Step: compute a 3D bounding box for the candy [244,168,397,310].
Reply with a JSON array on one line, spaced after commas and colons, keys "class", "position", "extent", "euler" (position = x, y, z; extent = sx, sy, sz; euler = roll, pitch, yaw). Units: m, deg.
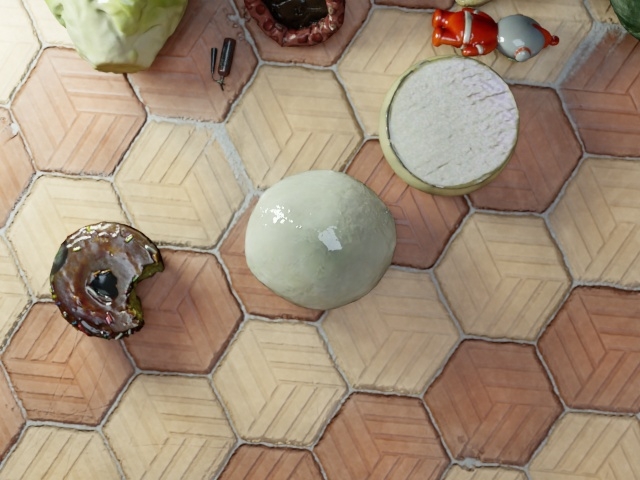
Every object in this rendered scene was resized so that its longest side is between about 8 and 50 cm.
[{"class": "candy", "position": [0.000, 0.000, 1.628], "extent": [0.295, 0.185, 0.296], "euler": [0, 99, 1]}]

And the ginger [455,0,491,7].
[{"class": "ginger", "position": [0.402, -0.522, 1.584], "extent": [0.081, 0.333, 0.148], "euler": [52, 52, -28]}]

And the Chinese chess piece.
[{"class": "Chinese chess piece", "position": [0.245, -0.219, 1.643], "extent": [0.269, 0.112, 0.270], "euler": [0, 93, 1]}]

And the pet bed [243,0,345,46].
[{"class": "pet bed", "position": [-0.047, -0.446, 1.610], "extent": [0.201, 0.201, 0.054], "euler": [7, 56, 1]}]

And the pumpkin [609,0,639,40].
[{"class": "pumpkin", "position": [0.666, -0.482, 1.531], "extent": [0.300, 0.300, 0.207], "euler": [-4, 48, -4]}]

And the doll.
[{"class": "doll", "position": [0.335, -0.394, 1.637], "extent": [0.244, 0.076, 0.142], "euler": [7, 54, -4]}]

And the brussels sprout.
[{"class": "brussels sprout", "position": [-0.376, -0.476, 1.581], "extent": [0.273, 0.242, 0.317], "euler": [-27, 96, 10]}]

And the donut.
[{"class": "donut", "position": [-0.418, 0.077, 1.688], "extent": [0.216, 0.096, 0.230], "euler": [5, 94, 4]}]

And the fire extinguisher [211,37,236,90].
[{"class": "fire extinguisher", "position": [-0.198, -0.350, 1.688], "extent": [0.046, 0.032, 0.100], "euler": [13, 88, -10]}]
